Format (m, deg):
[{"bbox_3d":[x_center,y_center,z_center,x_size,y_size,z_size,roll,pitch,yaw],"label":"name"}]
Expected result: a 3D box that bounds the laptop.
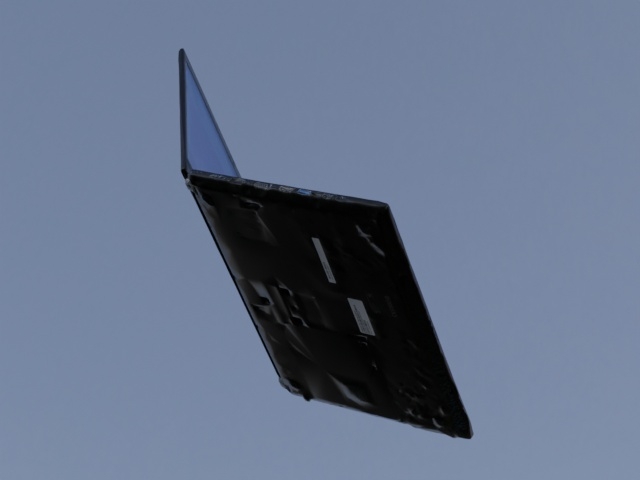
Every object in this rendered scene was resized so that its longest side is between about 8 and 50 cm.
[{"bbox_3d":[0.000,0.000,1.197,0.264,0.136,0.234,11,-40,34],"label":"laptop"}]
